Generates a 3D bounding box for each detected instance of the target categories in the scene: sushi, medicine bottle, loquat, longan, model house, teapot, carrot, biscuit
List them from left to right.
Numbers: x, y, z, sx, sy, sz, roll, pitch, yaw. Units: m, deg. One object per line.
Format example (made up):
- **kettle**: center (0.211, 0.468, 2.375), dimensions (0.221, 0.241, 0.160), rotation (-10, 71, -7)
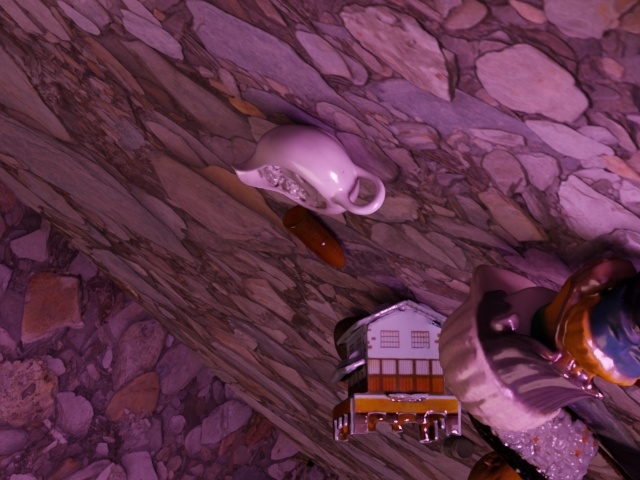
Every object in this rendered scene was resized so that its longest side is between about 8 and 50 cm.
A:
- **teapot**: center (-0.008, -0.090, 1.387), dimensions (0.226, 0.092, 0.145), rotation (21, 161, 36)
- **carrot**: center (0.000, 0.000, 1.708), dimensions (0.048, 0.048, 0.139), rotation (13, 155, 51)
- **longan**: center (0.070, 0.188, 2.002), dimensions (0.113, 0.092, 0.113), rotation (43, 180, 0)
- **model house**: center (0.122, 0.224, 1.791), dimensions (0.199, 0.215, 0.224), rotation (4, 165, -6)
- **medicine bottle**: center (0.301, 0.459, 2.386), dimensions (0.047, 0.047, 0.083), rotation (38, 162, -10)
- **loquat**: center (0.380, 0.495, 2.081), dimensions (0.208, 0.208, 0.208), rotation (32, 163, 11)
- **sushi**: center (0.335, 0.297, 1.730), dimensions (0.225, 0.136, 0.126), rotation (44, 160, -6)
- **biscuit**: center (0.546, 0.443, 1.762), dimensions (0.237, 0.013, 0.232), rotation (43, -172, -32)

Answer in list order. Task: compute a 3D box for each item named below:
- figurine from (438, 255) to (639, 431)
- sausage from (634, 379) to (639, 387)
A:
- **figurine**: center (0.274, 0.128, 1.250), dimensions (0.185, 0.204, 0.332), rotation (43, 161, -18)
- **sausage**: center (0.407, 0.148, 1.311), dimensions (0.059, 0.054, 0.094), rotation (28, 162, 21)
